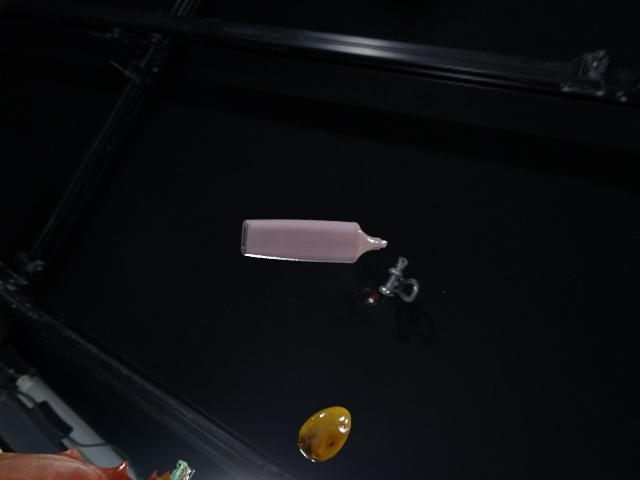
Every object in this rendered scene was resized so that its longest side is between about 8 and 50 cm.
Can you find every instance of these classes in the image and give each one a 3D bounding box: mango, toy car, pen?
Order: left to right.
[{"bbox_3d":[-0.261,0.433,0.801,0.035,0.122,0.059,30,-126,-3],"label":"toy car"},{"bbox_3d":[0.000,0.000,0.557,0.198,0.032,0.053,4,-84,-25],"label":"pen"},{"bbox_3d":[0.010,0.366,0.852,0.115,0.060,0.080,-28,-81,-13],"label":"mango"}]

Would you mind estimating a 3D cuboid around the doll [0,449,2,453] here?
[{"bbox_3d":[-0.897,0.621,1.264,0.093,0.061,0.051,16,-89,-19],"label":"doll"}]

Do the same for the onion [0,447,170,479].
[{"bbox_3d":[-0.207,0.305,0.269,0.355,0.354,0.352,-2,-97,15],"label":"onion"}]
